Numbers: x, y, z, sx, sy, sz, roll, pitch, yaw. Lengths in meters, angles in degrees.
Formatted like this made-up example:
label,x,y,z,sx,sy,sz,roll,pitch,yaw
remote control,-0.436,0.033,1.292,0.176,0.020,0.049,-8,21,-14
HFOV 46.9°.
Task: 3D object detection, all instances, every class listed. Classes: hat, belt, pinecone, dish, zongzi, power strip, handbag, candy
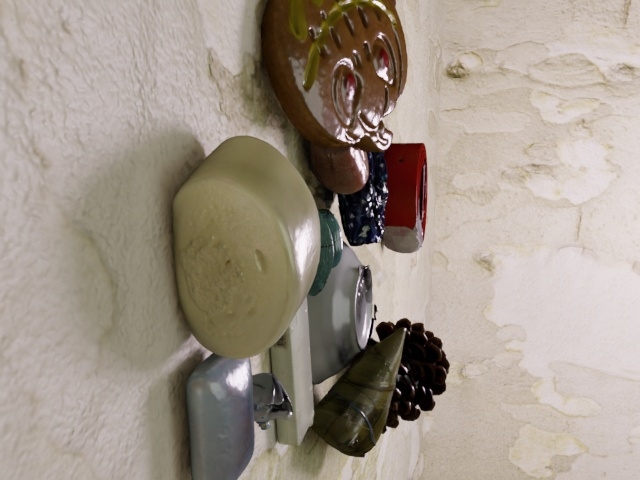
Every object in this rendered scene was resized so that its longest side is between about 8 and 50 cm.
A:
label,x,y,z,sx,sy,sz,roll,pitch,yaw
hat,0.000,0.000,1.287,0.138,0.078,0.190,-132,-145,-67
belt,0.243,-0.127,2.144,0.227,0.115,0.323,37,55,-69
pinecone,0.176,0.324,1.757,0.292,0.246,0.246,-36,128,-57
dish,0.046,0.135,1.486,0.316,0.106,0.316,2,90,-74
zongzi,0.108,0.320,1.546,0.274,0.125,0.251,-53,159,-12
power strip,-0.050,0.187,1.263,0.106,0.043,0.367,-49,138,-65
handbag,0.083,-0.117,1.513,0.260,0.113,0.162,-90,171,-47
candy,-0.125,0.229,0.947,0.138,0.071,0.174,-39,130,-70

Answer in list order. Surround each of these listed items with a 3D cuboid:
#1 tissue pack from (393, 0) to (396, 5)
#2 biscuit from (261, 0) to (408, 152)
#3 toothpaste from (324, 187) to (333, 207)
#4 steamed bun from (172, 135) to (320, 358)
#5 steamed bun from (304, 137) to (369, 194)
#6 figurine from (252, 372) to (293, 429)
label,x,y,z,sx,sy,sz,roll,pitch,yaw
tissue pack,0.078,-0.467,1.491,0.245,0.123,0.332,-27,115,-65
biscuit,0.053,-0.309,1.254,0.394,0.070,0.350,-55,127,-44
toothpaste,0.018,-0.105,1.510,0.027,0.019,0.083,34,54,-59
steamed bun,-0.079,0.005,0.923,0.200,0.155,0.250,-56,148,-61
steamed bun,0.026,-0.185,1.380,0.145,0.106,0.175,64,18,-49
figurine,-0.082,0.239,1.074,0.082,0.094,0.086,-44,141,-51
